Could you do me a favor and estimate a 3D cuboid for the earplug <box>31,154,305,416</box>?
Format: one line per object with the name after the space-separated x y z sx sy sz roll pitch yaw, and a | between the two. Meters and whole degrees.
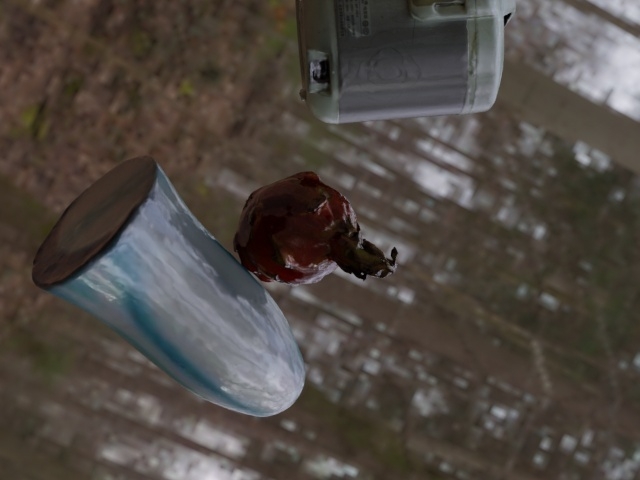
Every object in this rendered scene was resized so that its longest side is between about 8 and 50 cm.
-0.140 0.081 2.065 0.185 0.324 0.185 -36 -155 20 | earplug

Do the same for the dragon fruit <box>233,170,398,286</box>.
0.000 0.000 2.058 0.246 0.125 0.125 24 -54 49 | dragon fruit

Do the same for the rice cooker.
0.104 -0.288 2.349 0.288 0.277 0.288 175 -90 -89 | rice cooker
